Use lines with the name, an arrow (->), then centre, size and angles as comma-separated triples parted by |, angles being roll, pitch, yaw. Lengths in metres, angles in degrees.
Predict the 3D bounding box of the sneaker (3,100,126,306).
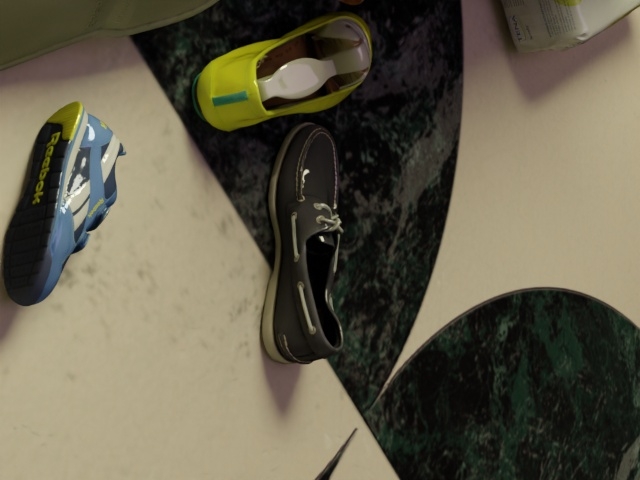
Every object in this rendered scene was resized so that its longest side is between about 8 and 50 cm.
sneaker -> -0.168, -0.020, 0.763 | 0.059, 0.053, 0.144 | 34, 63, -43

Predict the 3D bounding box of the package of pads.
package of pads -> 0.290, -0.352, 1.269 | 0.296, 0.101, 0.229 | -34, 110, -44

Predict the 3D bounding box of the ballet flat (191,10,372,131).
ballet flat -> -0.006, -0.142, 0.936 | 0.231, 0.077, 0.077 | -29, 107, -46

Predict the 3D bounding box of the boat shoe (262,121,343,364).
boat shoe -> 0.000, 0.000, 0.938 | 0.075, 0.065, 0.206 | 17, 73, -46

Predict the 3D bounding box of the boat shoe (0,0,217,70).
boat shoe -> -0.194, -0.188, 0.712 | 0.340, 0.127, 0.113 | -25, 75, -39

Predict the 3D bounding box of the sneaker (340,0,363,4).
sneaker -> 0.063, -0.286, 1.013 | 0.321, 0.124, 0.180 | 13, 81, -36
